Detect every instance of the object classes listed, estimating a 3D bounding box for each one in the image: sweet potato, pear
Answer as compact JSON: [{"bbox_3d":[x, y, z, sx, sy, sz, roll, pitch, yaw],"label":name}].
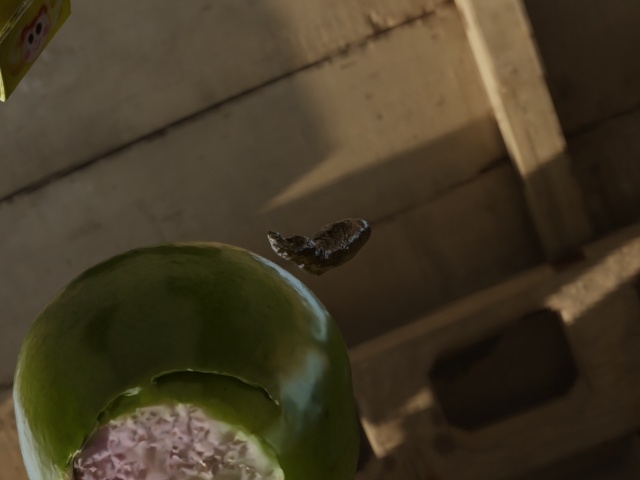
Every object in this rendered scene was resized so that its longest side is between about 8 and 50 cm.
[{"bbox_3d":[0.003,0.006,1.223,0.038,0.041,0.153,-34,169,28],"label":"sweet potato"},{"bbox_3d":[-0.066,0.087,0.786,0.187,0.187,0.219,-21,-169,4],"label":"pear"}]

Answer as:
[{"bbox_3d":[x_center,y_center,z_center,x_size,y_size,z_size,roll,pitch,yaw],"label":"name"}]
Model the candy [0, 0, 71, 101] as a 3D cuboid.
[{"bbox_3d":[-0.403,-0.254,1.482,0.276,0.088,0.146,19,-125,12],"label":"candy"}]
